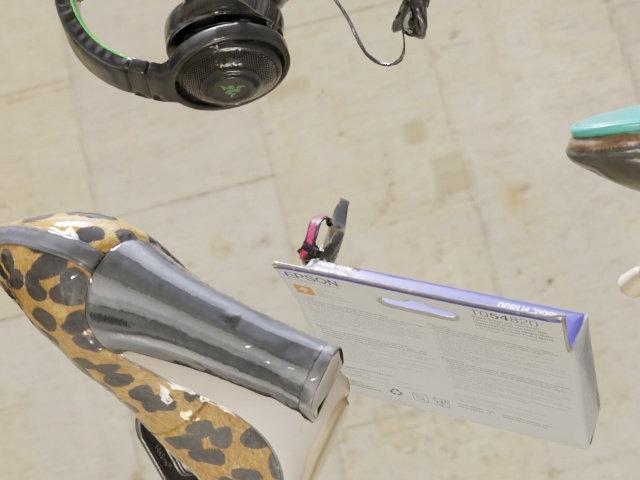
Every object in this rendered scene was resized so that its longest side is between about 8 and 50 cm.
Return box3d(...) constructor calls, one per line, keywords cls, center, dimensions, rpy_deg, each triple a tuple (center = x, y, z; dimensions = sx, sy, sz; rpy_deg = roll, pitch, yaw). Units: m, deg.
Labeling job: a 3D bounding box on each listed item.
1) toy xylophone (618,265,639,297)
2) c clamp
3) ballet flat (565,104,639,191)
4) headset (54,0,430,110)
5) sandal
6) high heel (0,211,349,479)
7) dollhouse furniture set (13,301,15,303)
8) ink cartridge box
box3d(cls="toy xylophone", center=(0.415, 0.076, 1.180), dimensions=(0.236, 0.081, 0.323), rpy_deg=(61, 154, 16))
box3d(cls="c clamp", center=(-0.118, 0.174, 1.201), dimensions=(0.022, 0.137, 0.161), rpy_deg=(17, 147, 39))
box3d(cls="ballet flat", center=(0.272, -0.058, 0.734), dimensions=(0.095, 0.280, 0.096), rpy_deg=(13, 119, 63))
box3d(cls="headset", center=(-0.083, -0.262, 1.270), dimensions=(0.185, 0.394, 0.243), rpy_deg=(89, -168, -65))
box3d(cls="sandal", center=(0.000, 0.000, 1.307), dimensions=(0.179, 0.040, 0.067), rpy_deg=(-76, 9, -68))
box3d(cls="high heel", center=(-0.081, 0.075, 0.677), dimensions=(0.093, 0.186, 0.261), rpy_deg=(-61, -11, -26))
box3d(cls="dollhouse furniture set", center=(-0.339, 0.113, 1.750), dimensions=(0.182, 0.101, 0.161), rpy_deg=(46, 169, -2))
box3d(cls="ink cartridge box", center=(0.096, 0.074, 0.943), dimensions=(0.224, 0.223, 0.045), rpy_deg=(65, -138, -55))
